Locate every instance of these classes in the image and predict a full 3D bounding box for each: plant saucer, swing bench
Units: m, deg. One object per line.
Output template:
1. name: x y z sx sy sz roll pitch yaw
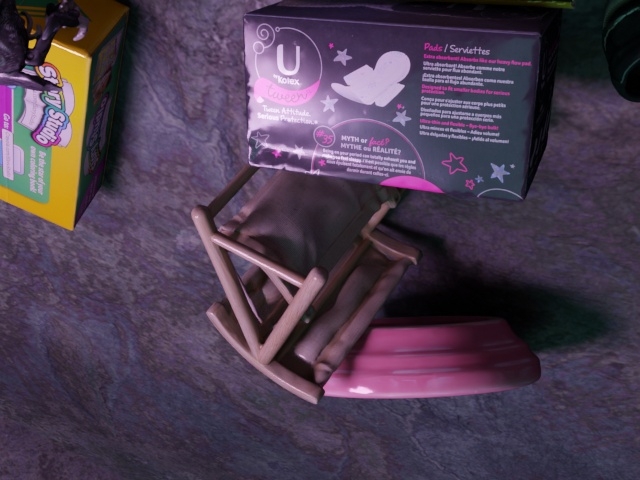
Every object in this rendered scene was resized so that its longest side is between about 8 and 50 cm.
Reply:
1. plant saucer: 0.122 0.148 1.154 0.332 0.084 0.332 -3 178 0
2. swing bench: 0.000 0.000 0.982 0.165 0.253 0.255 27 146 18

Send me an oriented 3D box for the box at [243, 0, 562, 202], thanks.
1. box: 0.076 -0.141 0.768 0.247 0.163 0.142 10 116 18

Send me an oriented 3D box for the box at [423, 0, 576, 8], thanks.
1. box: 0.064 -0.305 0.605 0.257 0.079 0.322 9 155 16

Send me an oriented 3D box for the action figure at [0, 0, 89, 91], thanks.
1. action figure: -0.308 -0.247 0.859 0.164 0.276 0.141 21 -179 -14

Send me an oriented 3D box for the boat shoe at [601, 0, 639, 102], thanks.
1. boat shoe: 0.403 -0.167 0.704 0.339 0.113 0.127 4 140 23

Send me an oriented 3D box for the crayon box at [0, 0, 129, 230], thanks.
1. crayon box: -0.422 -0.203 1.088 0.313 0.106 0.363 24 145 -4
